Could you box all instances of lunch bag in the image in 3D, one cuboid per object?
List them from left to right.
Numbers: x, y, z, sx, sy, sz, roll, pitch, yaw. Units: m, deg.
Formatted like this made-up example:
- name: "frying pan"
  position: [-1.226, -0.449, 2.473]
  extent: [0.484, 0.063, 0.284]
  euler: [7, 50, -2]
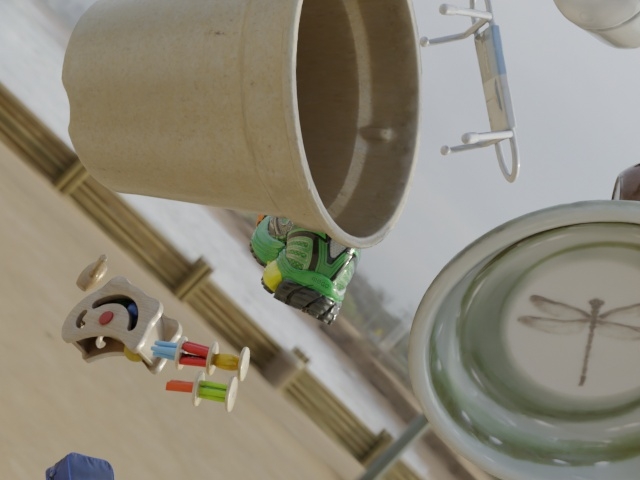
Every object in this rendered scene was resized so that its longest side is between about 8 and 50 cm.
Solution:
- name: "lunch bag"
  position: [-0.358, 0.358, 1.681]
  extent: [0.098, 0.065, 0.067]
  euler: [27, 37, -40]

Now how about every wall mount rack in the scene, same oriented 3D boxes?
- name: "wall mount rack"
  position: [0.249, -0.262, 1.896]
  extent: [0.304, 0.130, 0.350]
  euler: [167, -88, -85]

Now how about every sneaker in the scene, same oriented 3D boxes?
- name: "sneaker"
  position: [0.000, 0.000, 1.533]
  extent: [0.134, 0.146, 0.343]
  euler: [30, 7, -14]

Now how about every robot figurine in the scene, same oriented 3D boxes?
- name: "robot figurine"
  position: [0.546, -0.472, 2.118]
  extent: [0.300, 0.200, 0.353]
  euler: [28, 11, 30]

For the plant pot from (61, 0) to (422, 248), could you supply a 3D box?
- name: "plant pot"
  position: [-0.090, -0.162, 1.224]
  extent: [0.305, 0.334, 0.334]
  euler: [2, -23, 25]

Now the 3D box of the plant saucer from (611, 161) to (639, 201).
- name: "plant saucer"
  position: [0.397, -0.021, 1.510]
  extent: [0.029, 0.169, 0.168]
  euler: [7, -8, 8]

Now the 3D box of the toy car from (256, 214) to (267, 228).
- name: "toy car"
  position: [-0.061, -0.041, 2.073]
  extent: [0.122, 0.060, 0.040]
  euler: [3, 23, -28]

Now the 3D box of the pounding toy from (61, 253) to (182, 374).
- name: "pounding toy"
  position: [-0.380, 0.129, 2.002]
  extent: [0.269, 0.154, 0.155]
  euler: [26, -21, 47]

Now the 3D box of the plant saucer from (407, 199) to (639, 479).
- name: "plant saucer"
  position: [0.298, 0.109, 1.253]
  extent: [0.400, 0.400, 0.100]
  euler: [45, 28, -20]

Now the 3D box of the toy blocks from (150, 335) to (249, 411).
- name: "toy blocks"
  position: [-0.192, 0.195, 1.713]
  extent: [0.148, 0.054, 0.123]
  euler: [9, 35, 9]
